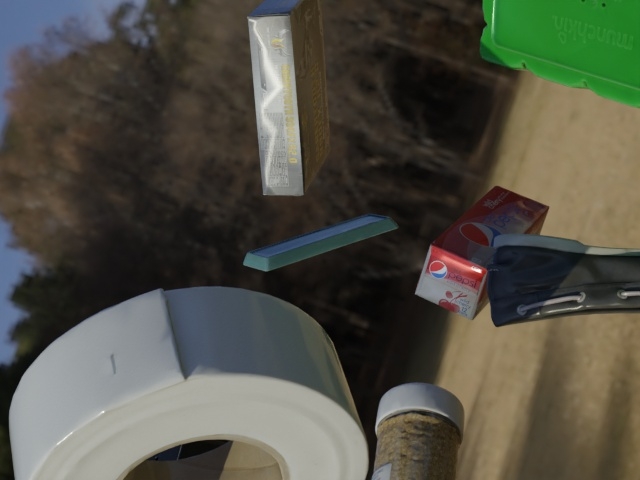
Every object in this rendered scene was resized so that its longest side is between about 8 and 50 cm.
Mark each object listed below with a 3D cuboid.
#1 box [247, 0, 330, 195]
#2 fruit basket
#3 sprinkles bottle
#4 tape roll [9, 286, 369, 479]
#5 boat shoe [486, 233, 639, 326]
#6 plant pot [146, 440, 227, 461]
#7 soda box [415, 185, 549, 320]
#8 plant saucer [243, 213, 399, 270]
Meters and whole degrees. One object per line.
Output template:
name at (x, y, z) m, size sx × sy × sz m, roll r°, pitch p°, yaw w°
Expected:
box at (-0.036, -0.193, 1.894) m, size 0.183 × 0.056 × 0.231 m, roll -62°, pitch -30°, yaw -67°
fruit basket at (0.384, -0.266, 1.433) m, size 0.392 × 0.392 × 0.282 m, roll -60°, pitch -27°, yaw -66°
sprinkles bottle at (0.118, 0.358, 1.962) m, size 0.121 × 0.121 × 0.355 m, roll 104°, pitch 177°, yaw -48°
tape roll at (-0.108, 0.169, 1.221) m, size 0.100 × 0.286 × 0.286 m, roll -108°, pitch 25°, yaw -44°
boat shoe at (0.335, 0.056, 1.523) m, size 0.112 × 0.335 × 0.095 m, roll 34°, pitch -118°, yaw -73°
plant pot at (-0.179, 0.382, 2.109) m, size 0.187 × 0.167 × 0.188 m, roll -32°, pitch 33°, yaw 42°
soda box at (0.228, 0.012, 2.079) m, size 0.263 × 0.092 × 0.083 m, roll -39°, pitch -31°, yaw -56°
plant saucer at (0.000, 0.000, 1.854) m, size 0.067 × 0.192 × 0.018 m, roll 12°, pitch 118°, yaw 61°
